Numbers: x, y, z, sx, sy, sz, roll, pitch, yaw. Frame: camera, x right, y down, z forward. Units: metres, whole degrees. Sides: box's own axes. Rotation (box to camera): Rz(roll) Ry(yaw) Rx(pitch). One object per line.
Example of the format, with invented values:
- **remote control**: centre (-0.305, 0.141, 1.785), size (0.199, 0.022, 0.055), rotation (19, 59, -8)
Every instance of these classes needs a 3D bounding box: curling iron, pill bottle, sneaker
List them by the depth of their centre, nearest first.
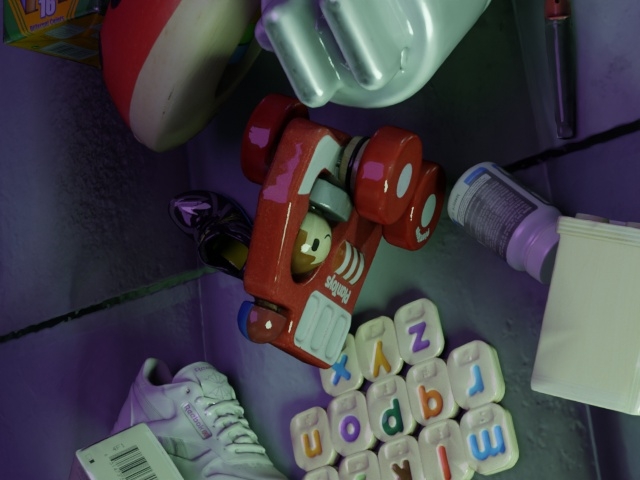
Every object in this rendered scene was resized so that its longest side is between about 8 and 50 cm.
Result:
- **pill bottle**: centre (0.204, -0.017, 1.749), size (0.137, 0.078, 0.078), rotation (41, 108, 36)
- **curling iron**: centre (0.260, -0.243, 1.770), size (0.068, 0.035, 0.274), rotation (0, 82, 39)
- **sneaker**: centre (-0.132, 0.228, 1.947), size (0.305, 0.114, 0.152), rotation (21, 96, 41)
- **sneaker**: centre (-0.120, -0.008, 2.005), size (0.188, 0.078, 0.067), rotation (39, 106, 37)

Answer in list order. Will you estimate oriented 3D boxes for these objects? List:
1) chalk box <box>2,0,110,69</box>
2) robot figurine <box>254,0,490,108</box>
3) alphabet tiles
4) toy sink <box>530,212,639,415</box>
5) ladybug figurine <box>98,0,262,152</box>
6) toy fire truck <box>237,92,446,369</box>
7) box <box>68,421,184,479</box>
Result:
- **chalk box**: centre (-0.282, -0.387, 2.136), size (0.179, 0.180, 0.289), rotation (-9, 78, 37)
- **robot figurine**: centre (0.070, -0.271, 1.763), size (0.300, 0.353, 0.200), rotation (-10, 116, 31)
- **alphabet tiles**: centre (0.086, 0.217, 1.838), size (0.284, 0.021, 0.278), rotation (-26, 65, 33)
- **toy sink**: centre (0.307, 0.045, 1.610), size (0.131, 0.153, 0.234), rotation (11, 90, 40)
- **ladybug figurine**: centre (-0.123, -0.300, 1.910), size (0.162, 0.305, 0.449), rotation (33, 113, 2)
- **toy fire truck**: centre (0.000, 0.000, 1.770), size (0.169, 0.302, 0.254), rotation (17, 83, 19)
- **box**: centre (-0.234, 0.332, 1.937), size (0.113, 0.094, 0.275), rotation (54, 148, 22)
